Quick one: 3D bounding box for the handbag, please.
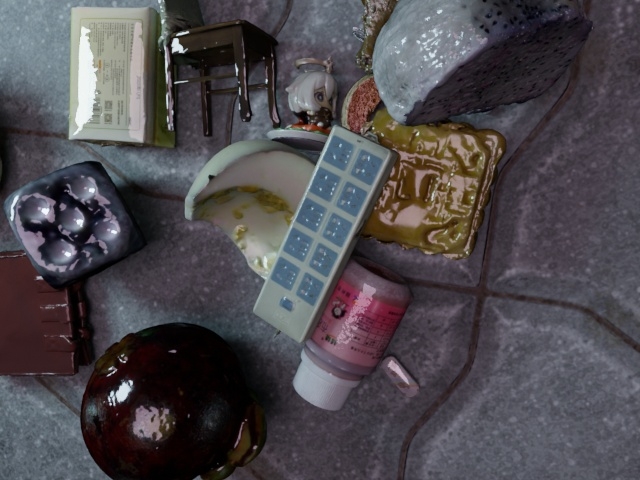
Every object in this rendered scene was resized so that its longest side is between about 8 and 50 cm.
[{"bbox_3d":[-0.606,0.147,1.119,0.275,0.084,0.260,-6,94,13],"label":"handbag"}]

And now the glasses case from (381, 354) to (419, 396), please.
[{"bbox_3d":[0.143,0.243,0.990,0.032,0.021,0.083,-41,86,16],"label":"glasses case"}]

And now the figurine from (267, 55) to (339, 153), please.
[{"bbox_3d":[-0.020,-0.234,0.936,0.132,0.132,0.153,8,88,12],"label":"figurine"}]

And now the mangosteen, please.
[{"bbox_3d":[-0.253,0.288,0.959,0.311,0.311,0.311,1,96,13],"label":"mangosteen"}]

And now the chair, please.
[{"bbox_3d":[-0.181,-0.348,0.939,0.186,0.160,0.319,-3,96,18],"label":"chair"}]

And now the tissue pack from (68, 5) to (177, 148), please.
[{"bbox_3d":[-0.354,-0.286,0.997,0.159,0.125,0.234,4,95,11],"label":"tissue pack"}]

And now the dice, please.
[{"bbox_3d":[-0.431,-0.027,0.984,0.183,0.182,0.181,-28,94,-16],"label":"dice"}]

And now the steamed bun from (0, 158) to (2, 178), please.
[{"bbox_3d":[-0.821,-0.172,1.010,0.339,0.247,0.352,1,138,11],"label":"steamed bun"}]

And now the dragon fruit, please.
[{"bbox_3d":[0.216,-0.309,0.777,0.283,0.221,0.204,-18,76,-14],"label":"dragon fruit"}]

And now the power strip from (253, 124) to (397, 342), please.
[{"bbox_3d":[0.000,0.000,0.867,0.106,0.043,0.367,29,104,20],"label":"power strip"}]

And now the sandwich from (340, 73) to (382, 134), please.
[{"bbox_3d":[0.074,-0.237,0.954,0.067,0.029,0.135,30,100,3],"label":"sandwich"}]

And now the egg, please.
[{"bbox_3d":[-0.101,-0.070,0.945,0.206,0.162,0.271,-49,126,0],"label":"egg"}]

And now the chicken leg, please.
[{"bbox_3d":[0.099,-0.369,0.902,0.085,0.069,0.198,13,88,-14],"label":"chicken leg"}]

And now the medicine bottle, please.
[{"bbox_3d":[0.047,0.158,0.942,0.147,0.147,0.247,27,100,9],"label":"medicine bottle"}]

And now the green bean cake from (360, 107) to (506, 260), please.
[{"bbox_3d":[0.166,-0.092,0.895,0.224,0.131,0.229,15,98,12],"label":"green bean cake"}]

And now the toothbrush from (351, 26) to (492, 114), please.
[{"bbox_3d":[0.168,-0.289,0.929,0.276,0.025,0.019,33,101,8],"label":"toothbrush"}]
